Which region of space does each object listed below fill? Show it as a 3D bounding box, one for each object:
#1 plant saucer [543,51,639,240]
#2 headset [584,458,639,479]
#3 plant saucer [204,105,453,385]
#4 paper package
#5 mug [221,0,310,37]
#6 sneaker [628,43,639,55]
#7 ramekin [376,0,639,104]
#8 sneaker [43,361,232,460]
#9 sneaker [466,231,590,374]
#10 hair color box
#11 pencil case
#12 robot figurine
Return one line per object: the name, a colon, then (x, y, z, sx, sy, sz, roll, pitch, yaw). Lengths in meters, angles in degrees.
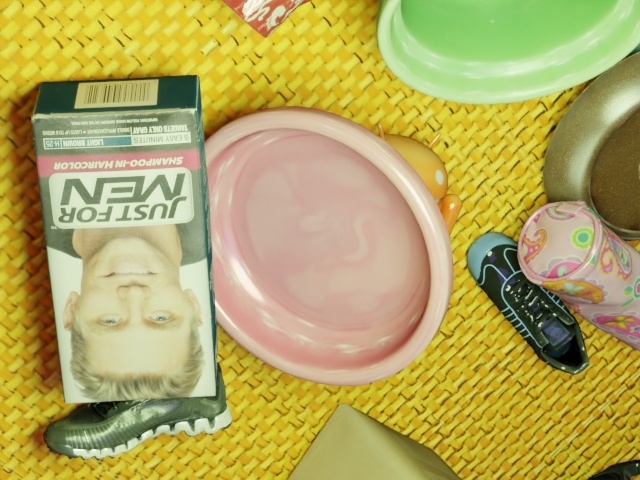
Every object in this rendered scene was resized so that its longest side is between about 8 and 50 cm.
plant saucer: (0.430, -0.110, 1.978, 0.310, 0.050, 0.310, -11, 132, -13)
headset: (0.385, 0.446, 2.210, 0.394, 0.185, 0.243, -11, 87, -23)
plant saucer: (0.000, 0.000, 1.753, 0.084, 0.332, 0.332, -44, 139, -53)
paper package: (0.067, 0.414, 1.937, 0.168, 0.325, 0.309, 31, 97, -34)
mug: (-0.023, -0.296, 1.677, 0.169, 0.113, 0.150, -47, 123, 6)
sneaker: (0.439, -0.250, 1.944, 0.162, 0.073, 0.063, -5, 116, -24)
ramekin: (0.201, -0.292, 1.691, 0.303, 0.148, 0.303, -6, 150, -3)
sneaker: (-0.213, 0.186, 1.843, 0.234, 0.078, 0.106, -9, 115, -26)
sneaker: (0.274, 0.082, 2.017, 0.081, 0.090, 0.232, -43, 125, -1)
hair color box: (-0.205, 0.003, 1.708, 0.174, 0.105, 0.347, -3, 117, -2)
pencil case: (0.364, 0.047, 1.999, 0.284, 0.124, 0.124, 30, 99, -45)
robot figurine: (0.073, -0.030, 1.842, 0.158, 0.128, 0.219, 21, 109, 12)
